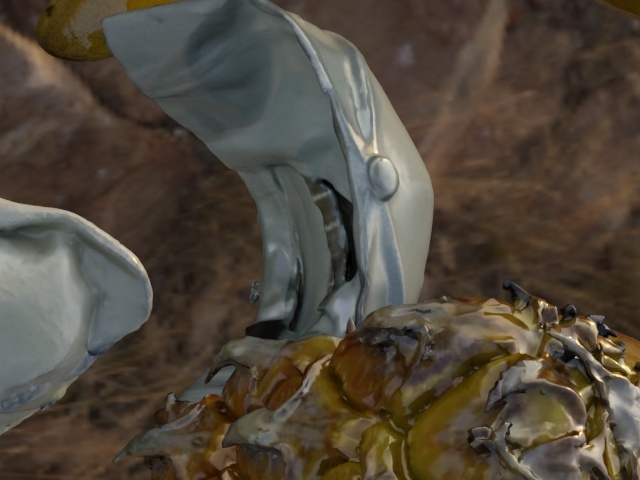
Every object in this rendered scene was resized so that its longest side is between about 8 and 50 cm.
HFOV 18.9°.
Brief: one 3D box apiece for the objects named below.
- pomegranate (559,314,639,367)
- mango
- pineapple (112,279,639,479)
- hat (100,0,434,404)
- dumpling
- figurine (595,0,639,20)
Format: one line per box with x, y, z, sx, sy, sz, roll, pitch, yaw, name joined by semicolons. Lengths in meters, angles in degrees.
0.141;0.245;1.286;0.410;0.410;0.410;4;84;-34;pomegranate
-0.114;-0.192;1.176;0.098;0.075;0.190;11;113;-20;mango
0.079;0.124;0.708;0.334;0.158;0.161;28;36;5;pineapple
-0.007;0.001;1.113;0.301;0.168;0.257;26;56;-78;hat
-0.309;0.050;1.552;0.318;0.187;0.243;-29;101;-4;dumpling
0.205;-0.191;0.833;0.167;0.257;0.192;33;44;-62;figurine
